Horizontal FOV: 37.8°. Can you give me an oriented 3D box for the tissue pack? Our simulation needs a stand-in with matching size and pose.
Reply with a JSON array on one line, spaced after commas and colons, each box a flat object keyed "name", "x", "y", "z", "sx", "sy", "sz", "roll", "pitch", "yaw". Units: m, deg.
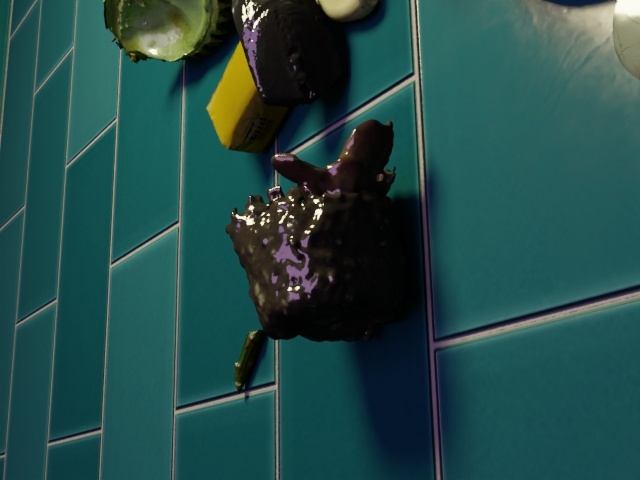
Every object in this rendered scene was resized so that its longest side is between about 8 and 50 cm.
[{"name": "tissue pack", "x": -0.096, "y": -0.229, "z": 1.399, "sx": 0.169, "sy": 0.082, "sz": 0.120, "roll": -56, "pitch": 41, "yaw": 33}]

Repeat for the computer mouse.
[{"name": "computer mouse", "x": -0.052, "y": -0.283, "z": 1.277, "sx": 0.073, "sy": 0.122, "sz": 0.217, "roll": 86, "pitch": 164, "yaw": -76}]

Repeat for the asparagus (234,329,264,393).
[{"name": "asparagus", "x": -0.107, "y": 0.174, "z": 1.360, "sx": 0.021, "sy": 0.025, "sz": 0.108, "roll": 36, "pitch": 112, "yaw": 45}]

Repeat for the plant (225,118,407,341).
[{"name": "plant", "x": 0.000, "y": 0.000, "z": 1.099, "sx": 0.204, "sy": 0.178, "sz": 0.234, "roll": -33, "pitch": 60, "yaw": 50}]

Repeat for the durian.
[{"name": "durian", "x": -0.255, "y": -0.416, "z": 1.596, "sx": 0.394, "sy": 0.198, "sz": 0.163, "roll": -37, "pitch": 53, "yaw": 50}]

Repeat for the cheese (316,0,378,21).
[{"name": "cheese", "x": 0.016, "y": -0.339, "z": 1.296, "sx": 0.192, "sy": 0.037, "sz": 0.097, "roll": -4, "pitch": 77, "yaw": 56}]

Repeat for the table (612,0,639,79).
[{"name": "table", "x": 0.313, "y": -0.192, "z": 0.786, "sx": 0.133, "sy": 0.043, "sz": 0.133, "roll": -22, "pitch": 64, "yaw": 54}]
